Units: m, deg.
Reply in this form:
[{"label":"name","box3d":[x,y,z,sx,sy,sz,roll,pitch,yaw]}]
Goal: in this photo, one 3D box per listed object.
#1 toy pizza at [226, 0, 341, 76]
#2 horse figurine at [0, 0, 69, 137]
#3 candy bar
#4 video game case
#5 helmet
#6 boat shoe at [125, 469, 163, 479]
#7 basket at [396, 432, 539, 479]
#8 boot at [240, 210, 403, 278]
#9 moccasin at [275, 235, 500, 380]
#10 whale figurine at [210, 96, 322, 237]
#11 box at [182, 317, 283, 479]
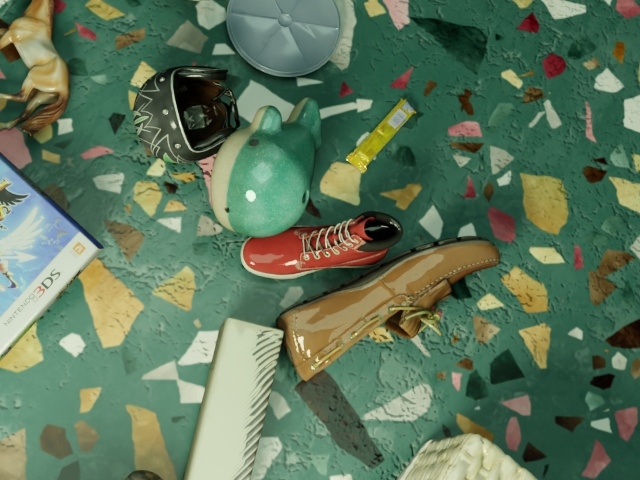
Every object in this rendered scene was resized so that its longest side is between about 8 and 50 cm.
[{"label":"toy pizza","box3d":[-0.064,-0.374,1.887,0.201,0.032,0.201,3,76,-11]},{"label":"horse figurine","box3d":[-0.477,-0.287,1.766,0.174,0.066,0.263,-24,79,-10]},{"label":"candy bar","box3d":[0.108,-0.183,1.877,0.040,0.018,0.161,42,71,-2]},{"label":"video game case","box3d":[-0.508,0.010,1.638,0.269,0.061,0.244,42,88,-2]},{"label":"helmet","box3d":[-0.218,-0.199,1.736,0.161,0.169,0.169,-14,78,-23]},{"label":"boat shoe","box3d":[-0.224,0.513,1.582,0.130,0.132,0.355,-29,77,3]},{"label":"basket","box3d":[0.230,0.496,1.591,0.328,0.266,0.331,37,70,1]},{"label":"boot","box3d":[0.000,0.000,1.724,0.244,0.176,0.088,-5,78,-11]},{"label":"moccasin","box3d":[0.121,0.106,1.738,0.380,0.139,0.147,-25,82,-16]},{"label":"whale figurine","box3d":[-0.057,-0.116,1.730,0.141,0.216,0.272,20,44,24]},{"label":"box","box3d":[-0.136,0.264,1.661,0.094,0.113,0.275,14,74,-8]}]
